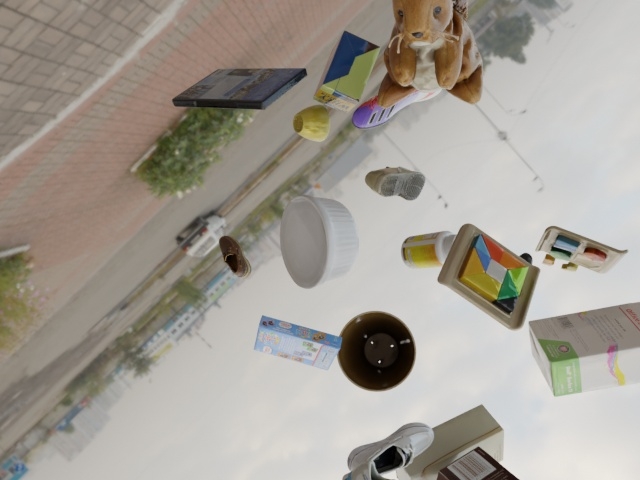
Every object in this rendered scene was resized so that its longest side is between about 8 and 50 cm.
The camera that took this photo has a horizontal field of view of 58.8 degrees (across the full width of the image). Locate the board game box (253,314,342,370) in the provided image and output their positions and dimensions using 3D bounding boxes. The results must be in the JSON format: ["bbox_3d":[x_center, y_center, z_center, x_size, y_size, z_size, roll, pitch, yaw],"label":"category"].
[{"bbox_3d":[-0.063,0.271,1.483,0.160,0.212,0.039,109,-4,-56],"label":"board game box"}]

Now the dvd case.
[{"bbox_3d":[-0.179,-0.338,1.256,0.253,0.022,0.180,10,-139,29],"label":"dvd case"}]

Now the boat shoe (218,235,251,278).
[{"bbox_3d":[-0.291,0.048,1.870,0.064,0.178,0.060,-45,149,17],"label":"boat shoe"}]

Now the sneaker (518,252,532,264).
[{"bbox_3d":[0.577,0.116,1.725,0.089,0.051,0.170,-23,147,-45],"label":"sneaker"}]

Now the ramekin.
[{"bbox_3d":[0.000,0.000,1.634,0.127,0.272,0.273,-6,163,-31],"label":"ramekin"}]

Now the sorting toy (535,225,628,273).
[{"bbox_3d":[0.786,0.053,1.755,0.041,0.229,0.307,-66,162,-14],"label":"sorting toy"}]

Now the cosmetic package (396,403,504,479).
[{"bbox_3d":[0.374,0.623,1.657,0.309,0.160,0.113,-23,-144,-13],"label":"cosmetic package"}]

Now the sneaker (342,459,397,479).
[{"bbox_3d":[0.127,0.488,1.037,0.083,0.190,0.071,-48,163,15],"label":"sneaker"}]

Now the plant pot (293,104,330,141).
[{"bbox_3d":[-0.042,-0.422,2.047,0.095,0.134,0.134,-9,163,-35],"label":"plant pot"}]

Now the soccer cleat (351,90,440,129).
[{"bbox_3d":[0.237,-0.467,1.833,0.318,0.108,0.116,-24,160,14],"label":"soccer cleat"}]

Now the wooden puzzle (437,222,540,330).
[{"bbox_3d":[0.438,0.085,1.450,0.221,0.239,0.044,-57,178,-34],"label":"wooden puzzle"}]

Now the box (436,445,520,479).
[{"bbox_3d":[0.403,0.690,1.476,0.168,0.167,0.203,-14,122,-35],"label":"box"}]

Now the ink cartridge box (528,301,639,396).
[{"bbox_3d":[0.753,0.275,1.480,0.354,0.119,0.207,-12,-159,8],"label":"ink cartridge box"}]

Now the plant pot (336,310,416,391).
[{"bbox_3d":[0.186,0.347,1.802,0.237,0.237,0.254,-44,166,1],"label":"plant pot"}]

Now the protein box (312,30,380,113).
[{"bbox_3d":[0.084,-0.569,1.942,0.201,0.136,0.199,-175,-74,-80],"label":"protein box"}]

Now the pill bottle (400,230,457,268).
[{"bbox_3d":[0.381,0.032,1.890,0.215,0.117,0.117,-10,-150,51],"label":"pill bottle"}]

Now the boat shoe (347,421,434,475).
[{"bbox_3d":[0.196,0.545,1.446,0.258,0.095,0.084,-17,-170,-25],"label":"boat shoe"}]

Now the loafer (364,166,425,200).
[{"bbox_3d":[0.236,-0.187,1.770,0.268,0.092,0.102,1,117,-52],"label":"loafer"}]

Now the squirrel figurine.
[{"bbox_3d":[0.272,-0.569,1.416,0.370,0.281,0.397,43,60,-63],"label":"squirrel figurine"}]
